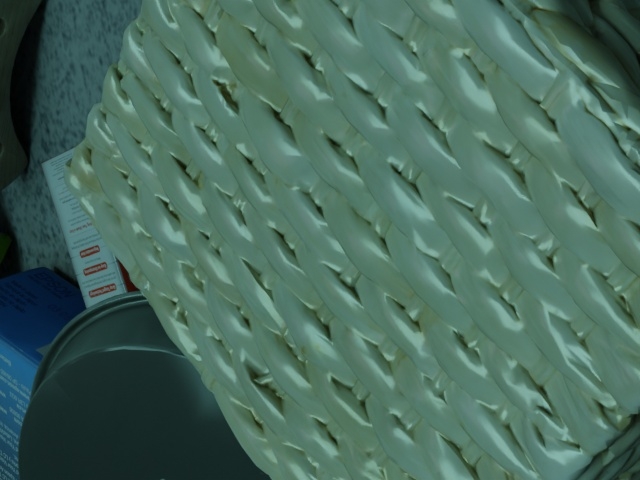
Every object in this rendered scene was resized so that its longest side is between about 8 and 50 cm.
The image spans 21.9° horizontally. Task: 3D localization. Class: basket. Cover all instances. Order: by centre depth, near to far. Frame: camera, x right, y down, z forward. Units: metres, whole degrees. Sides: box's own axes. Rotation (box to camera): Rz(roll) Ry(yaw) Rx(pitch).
[{"bbox_3d":[0.100,-0.033,0.769,0.331,0.266,0.328,53,139,20],"label":"basket"}]

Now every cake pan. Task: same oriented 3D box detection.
[{"bbox_3d":[-0.093,0.177,1.172,0.293,0.054,0.293,10,116,21],"label":"cake pan"}]

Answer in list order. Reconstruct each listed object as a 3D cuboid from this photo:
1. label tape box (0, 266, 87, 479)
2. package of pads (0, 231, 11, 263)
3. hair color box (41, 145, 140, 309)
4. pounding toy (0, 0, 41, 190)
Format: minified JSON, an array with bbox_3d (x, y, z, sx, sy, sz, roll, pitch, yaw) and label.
[{"bbox_3d":[-0.205,0.222,1.387,0.240,0.106,0.333,29,126,41],"label":"label tape box"},{"bbox_3d":[-0.431,0.076,1.405,0.101,0.229,0.296,-13,50,58],"label":"package of pads"},{"bbox_3d":[-0.166,-0.006,1.296,0.072,0.043,0.141,-16,91,53],"label":"hair color box"},{"bbox_3d":[-0.287,-0.095,1.343,0.155,0.154,0.269,42,115,34],"label":"pounding toy"}]
